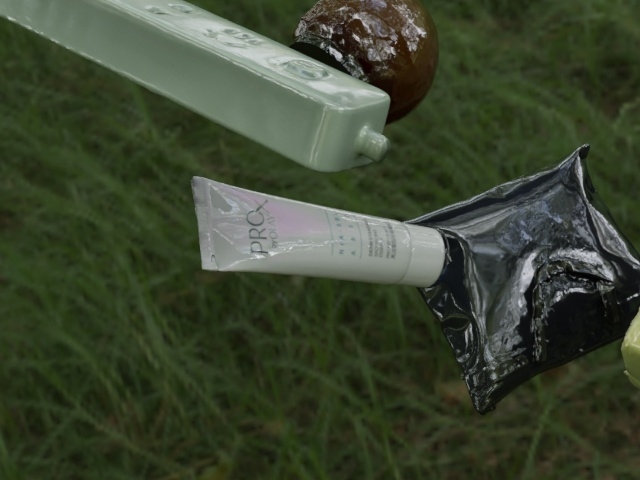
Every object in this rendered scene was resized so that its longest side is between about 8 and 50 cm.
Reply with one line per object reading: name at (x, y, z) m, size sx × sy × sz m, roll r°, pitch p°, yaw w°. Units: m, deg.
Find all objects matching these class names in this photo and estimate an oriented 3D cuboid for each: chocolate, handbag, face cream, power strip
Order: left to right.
power strip at (-0.103, -0.147, 1.156) m, size 0.385 × 0.062 × 0.091 m, roll 27°, pitch 23°, yaw 26°
face cream at (0.000, 0.000, 1.306) m, size 0.243 × 0.058 × 0.092 m, roll 8°, pitch 56°, yaw -29°
chocolate at (0.049, -0.171, 1.311) m, size 0.133 × 0.127 × 0.124 m, roll -45°, pitch 5°, yaw -23°
handbag at (0.215, 0.035, 1.487) m, size 0.254 × 0.211 × 0.089 m, roll -22°, pitch -11°, yaw -19°

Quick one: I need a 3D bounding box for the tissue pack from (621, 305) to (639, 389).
tissue pack at (0.395, 0.117, 1.302) m, size 0.234 × 0.159 × 0.125 m, roll 28°, pitch 81°, yaw 20°
